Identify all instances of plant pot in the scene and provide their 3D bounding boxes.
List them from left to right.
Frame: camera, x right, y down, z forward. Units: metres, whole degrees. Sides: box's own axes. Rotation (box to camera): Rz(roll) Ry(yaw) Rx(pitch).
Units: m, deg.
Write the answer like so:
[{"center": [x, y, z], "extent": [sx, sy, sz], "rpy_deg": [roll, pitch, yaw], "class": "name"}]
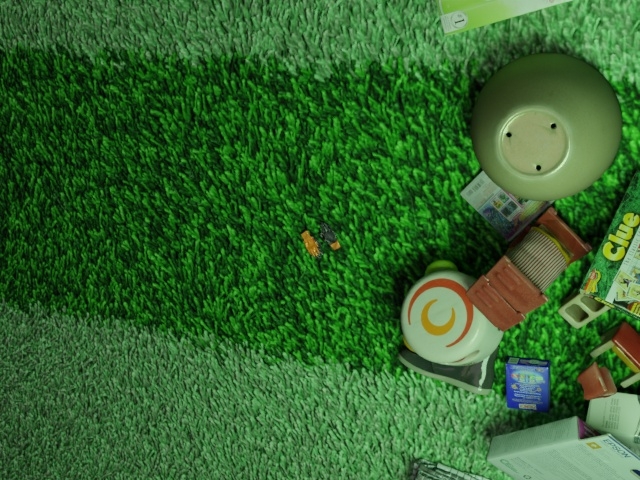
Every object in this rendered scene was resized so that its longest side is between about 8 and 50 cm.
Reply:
[{"center": [0.402, -0.196, 1.624], "extent": [0.284, 0.191, 0.284], "rpy_deg": [6, 107, 19], "class": "plant pot"}]

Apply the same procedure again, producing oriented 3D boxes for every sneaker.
[{"center": [0.283, 0.246, 1.933], "extent": [0.222, 0.083, 0.118], "rpy_deg": [17, 96, 25], "class": "sneaker"}]

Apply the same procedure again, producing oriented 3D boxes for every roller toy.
[{"center": [0.275, 0.165, 1.831], "extent": [0.191, 0.146, 0.209], "rpy_deg": [32, 96, 33], "class": "roller toy"}]

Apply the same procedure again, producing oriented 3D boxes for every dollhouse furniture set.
[{"center": [0.488, 0.144, 1.696], "extent": [0.374, 0.201, 0.152], "rpy_deg": [45, 142, 4], "class": "dollhouse furniture set"}]

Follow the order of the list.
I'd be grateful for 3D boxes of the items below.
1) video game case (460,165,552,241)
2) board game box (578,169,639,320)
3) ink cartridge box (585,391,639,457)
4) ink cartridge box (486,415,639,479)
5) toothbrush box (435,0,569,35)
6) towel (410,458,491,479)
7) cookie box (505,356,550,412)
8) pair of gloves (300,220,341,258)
[{"center": [0.384, -0.098, 1.781], "extent": [0.143, 0.019, 0.157], "rpy_deg": [44, 119, 3], "class": "video game case"}, {"center": [0.593, 0.009, 1.633], "extent": [0.136, 0.030, 0.260], "rpy_deg": [25, 79, 15], "class": "board game box"}, {"center": [0.653, 0.390, 1.754], "extent": [0.237, 0.100, 0.172], "rpy_deg": [5, 143, 22], "class": "ink cartridge box"}, {"center": [0.559, 0.466, 1.761], "extent": [0.324, 0.071, 0.330], "rpy_deg": [36, 143, -17], "class": "ink cartridge box"}, {"center": [0.342, -0.509, 1.588], "extent": [0.283, 0.122, 0.206], "rpy_deg": [-10, 105, 26], "class": "toothbrush box"}, {"center": [0.320, 0.653, 2.031], "extent": [0.283, 0.121, 0.235], "rpy_deg": [18, 114, 18], "class": "towel"}, {"center": [0.444, 0.308, 1.891], "extent": [0.091, 0.040, 0.107], "rpy_deg": [3, 110, 23], "class": "cookie box"}, {"center": [0.000, 0.000, 1.995], "extent": [0.083, 0.010, 0.074], "rpy_deg": [-27, 96, 29], "class": "pair of gloves"}]
